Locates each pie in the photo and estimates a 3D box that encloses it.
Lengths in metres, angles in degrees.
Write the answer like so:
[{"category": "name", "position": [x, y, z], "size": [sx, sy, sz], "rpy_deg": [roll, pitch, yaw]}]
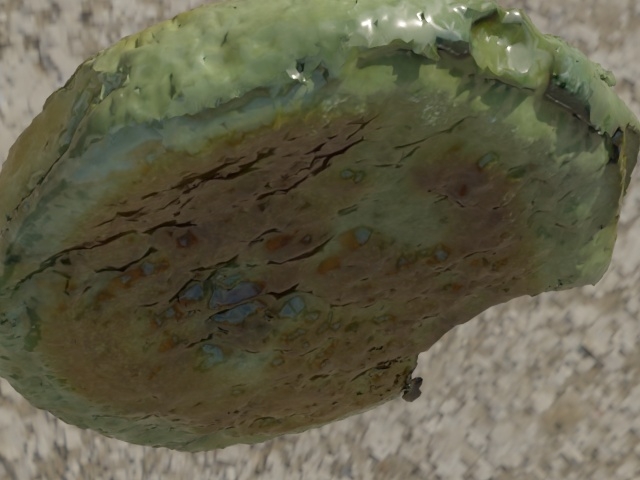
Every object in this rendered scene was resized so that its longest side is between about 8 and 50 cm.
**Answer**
[{"category": "pie", "position": [-0.006, -0.002, 0.770], "size": [0.302, 0.302, 0.067], "rpy_deg": [-13, 58, -9]}]
